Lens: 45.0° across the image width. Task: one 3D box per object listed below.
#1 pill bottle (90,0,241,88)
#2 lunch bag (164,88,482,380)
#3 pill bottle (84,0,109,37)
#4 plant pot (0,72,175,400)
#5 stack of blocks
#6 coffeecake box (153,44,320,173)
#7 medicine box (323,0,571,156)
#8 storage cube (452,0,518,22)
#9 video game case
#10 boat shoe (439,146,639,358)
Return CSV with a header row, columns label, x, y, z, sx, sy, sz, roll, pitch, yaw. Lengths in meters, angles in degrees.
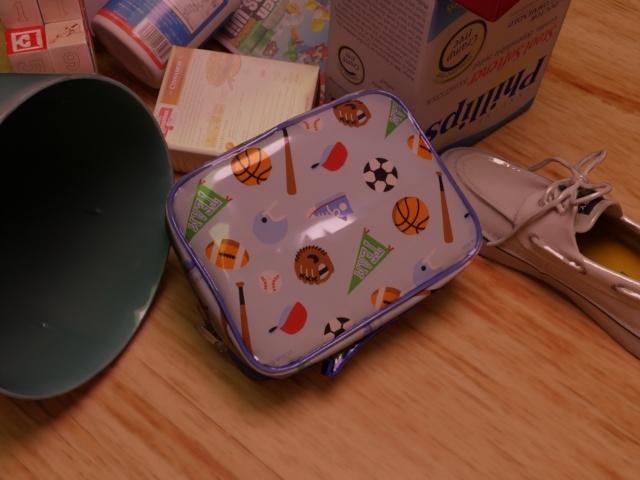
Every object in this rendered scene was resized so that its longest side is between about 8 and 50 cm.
label,x,y,z,sx,sy,sz,roll,pitch,yaw
pill bottle,-0.182,-0.318,1.016,0.124,0.124,0.221,35,76,22
lunch bag,0.000,0.000,0.793,0.303,0.115,0.243,-29,86,-16
pill bottle,-0.381,-0.428,1.085,0.188,0.188,0.334,-35,62,-26
plant pot,-0.318,-0.024,0.734,0.235,0.293,0.293,12,52,23
stack of blocks,-0.315,-0.255,0.888,0.087,0.297,0.171,-12,53,-12
coffeecake box,-0.103,-0.150,0.944,0.186,0.068,0.142,9,69,3
medicine box,0.152,-0.247,0.913,0.263,0.289,0.149,-33,61,-25
storage cube,0.153,-0.347,0.685,0.215,0.193,0.184,38,60,21
video game case,-0.033,-0.314,1.046,0.285,0.025,0.204,42,100,25
boat shoe,0.276,-0.019,0.830,0.136,0.156,0.367,-35,63,-26
